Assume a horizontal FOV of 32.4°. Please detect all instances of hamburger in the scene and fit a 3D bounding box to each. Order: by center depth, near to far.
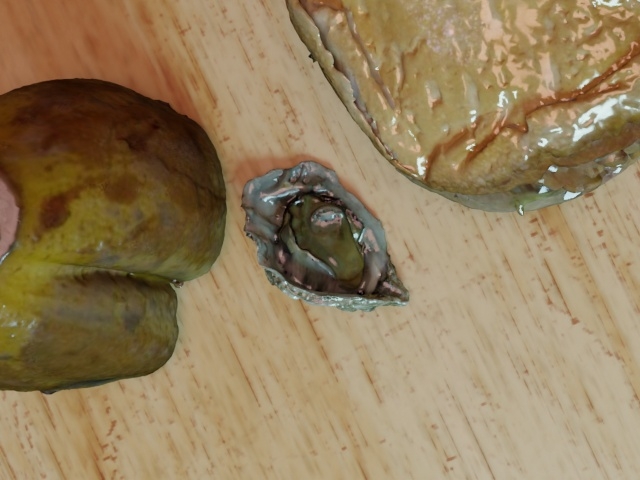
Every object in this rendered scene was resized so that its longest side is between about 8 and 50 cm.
[{"bbox_3d":[0.108,-0.156,0.614,0.243,0.146,0.286,14,100,12],"label":"hamburger"}]

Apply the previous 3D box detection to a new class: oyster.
[{"bbox_3d":[0.001,0.000,0.689,0.098,0.037,0.100,-6,70,-12],"label":"oyster"}]

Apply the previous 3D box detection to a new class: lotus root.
[{"bbox_3d":[-0.162,-0.003,0.632,0.199,0.180,0.188,-13,87,7],"label":"lotus root"}]
